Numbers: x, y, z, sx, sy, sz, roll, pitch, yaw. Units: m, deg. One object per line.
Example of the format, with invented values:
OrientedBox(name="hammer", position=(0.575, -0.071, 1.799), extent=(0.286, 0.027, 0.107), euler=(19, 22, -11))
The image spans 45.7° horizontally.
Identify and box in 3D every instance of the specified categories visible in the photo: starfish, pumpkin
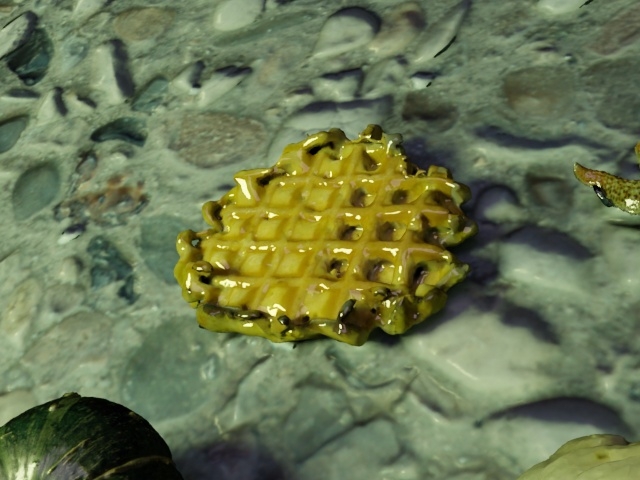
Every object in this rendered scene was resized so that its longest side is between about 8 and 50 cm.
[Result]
OrientedBox(name="starfish", position=(0.319, -0.028, 0.615), extent=(0.176, 0.053, 0.208), euler=(-20, 52, -8))
OrientedBox(name="pumpkin", position=(-0.181, 0.209, 0.543), extent=(0.190, 0.146, 0.190), euler=(-10, 48, 11))

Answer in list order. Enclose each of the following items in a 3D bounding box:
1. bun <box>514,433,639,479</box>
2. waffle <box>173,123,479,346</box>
OrientedBox(name="bun", position=(0.163, 0.182, 0.413), extent=(0.193, 0.128, 0.178), euler=(11, 67, 51))
OrientedBox(name="waffle", position=(-0.001, -0.002, 0.710), extent=(0.281, 0.060, 0.262), euler=(-31, 46, -5))
